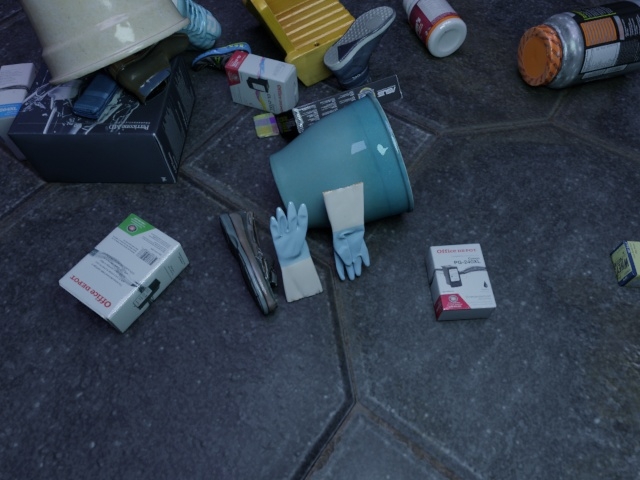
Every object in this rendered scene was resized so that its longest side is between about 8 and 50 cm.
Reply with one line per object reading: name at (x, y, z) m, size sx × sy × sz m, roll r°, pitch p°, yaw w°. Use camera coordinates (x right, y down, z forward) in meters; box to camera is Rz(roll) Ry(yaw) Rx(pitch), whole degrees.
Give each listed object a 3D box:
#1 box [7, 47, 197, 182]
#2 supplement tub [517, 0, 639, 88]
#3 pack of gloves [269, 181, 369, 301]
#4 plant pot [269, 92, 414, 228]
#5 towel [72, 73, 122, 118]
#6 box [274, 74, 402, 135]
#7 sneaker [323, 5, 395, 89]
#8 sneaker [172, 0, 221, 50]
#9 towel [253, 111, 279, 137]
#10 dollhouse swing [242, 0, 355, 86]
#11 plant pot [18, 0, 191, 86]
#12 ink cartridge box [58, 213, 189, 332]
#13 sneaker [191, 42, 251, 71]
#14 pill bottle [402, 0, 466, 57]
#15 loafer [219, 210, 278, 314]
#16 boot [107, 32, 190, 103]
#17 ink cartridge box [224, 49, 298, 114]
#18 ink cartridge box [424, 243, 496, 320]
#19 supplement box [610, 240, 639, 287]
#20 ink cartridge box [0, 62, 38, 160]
box at (-0.524, -0.320, 1.187) m, size 0.343 × 0.179 × 0.313 m, roll 0°, pitch 59°, yaw 1°
supplement tub at (0.721, -0.528, 1.278) m, size 0.315 × 0.194 × 0.194 m, roll -13°, pitch 59°, yaw -7°
pack of gloves at (0.000, 0.000, 0.964) m, size 0.195 × 0.232 × 0.046 m, roll -17°, pitch 34°, yaw -11°
plant pot at (0.036, -0.144, 1.031) m, size 0.255 × 0.272 × 0.272 m, roll -21°, pitch 59°, yaw 3°
towel at (-0.508, -0.328, 1.069) m, size 0.067 × 0.029 × 0.120 m, roll 13°, pitch 61°, yaw 8°
box at (0.036, -0.334, 1.176) m, size 0.270 × 0.060 × 0.216 m, roll -22°, pitch 17°, yaw -12°
sneaker at (0.126, -0.516, 1.291) m, size 0.226 × 0.163 × 0.086 m, roll -40°, pitch 59°, yaw 7°
sneaker at (-0.352, -0.612, 1.294) m, size 0.150 × 0.135 × 0.366 m, roll -1°, pitch 13°, yaw -9°
towel at (-0.148, -0.311, 1.271) m, size 0.060 × 0.009 × 0.083 m, roll -14°, pitch 58°, yaw -7°
dollhouse swing at (-0.067, -0.679, 1.314) m, size 0.315 × 0.305 × 0.347 m, roll -27°, pitch 60°, yaw -5°
plant pot at (-0.490, -0.534, 0.962) m, size 0.333 × 0.306 × 0.334 m, roll -17°, pitch 31°, yaw 11°
ink cartridge box at (-0.411, 0.067, 0.996) m, size 0.153 × 0.087 × 0.208 m, roll 30°, pitch 63°, yaw 18°
sneaker at (-0.289, -0.520, 1.368) m, size 0.188 × 0.078 × 0.067 m, roll -8°, pitch 28°, yaw 12°
pill bottle at (0.337, -0.667, 1.416) m, size 0.121 × 0.121 × 0.221 m, roll -17°, pitch 59°, yaw -9°
loafer at (-0.139, 0.032, 1.012) m, size 0.084 × 0.096 × 0.268 m, roll -20°, pitch 58°, yaw -18°
boot at (-0.373, -0.404, 1.105) m, size 0.106 × 0.082 × 0.219 m, roll 48°, pitch 62°, yaw 0°
ink cartridge box at (-0.155, -0.423, 1.271) m, size 0.175 × 0.127 × 0.072 m, roll 19°, pitch 62°, yaw 13°
ink cartridge box at (0.289, 0.085, 0.983) m, size 0.109 × 0.063 × 0.151 m, roll -3°, pitch 58°, yaw -1°
supplement box at (0.681, 0.052, 0.998) m, size 0.083 × 0.056 × 0.083 m, roll 3°, pitch 58°, yaw 3°
ink cartridge box at (-0.764, -0.335, 1.219) m, size 0.085 × 0.148 × 0.203 m, roll -9°, pitch 59°, yaw -3°
